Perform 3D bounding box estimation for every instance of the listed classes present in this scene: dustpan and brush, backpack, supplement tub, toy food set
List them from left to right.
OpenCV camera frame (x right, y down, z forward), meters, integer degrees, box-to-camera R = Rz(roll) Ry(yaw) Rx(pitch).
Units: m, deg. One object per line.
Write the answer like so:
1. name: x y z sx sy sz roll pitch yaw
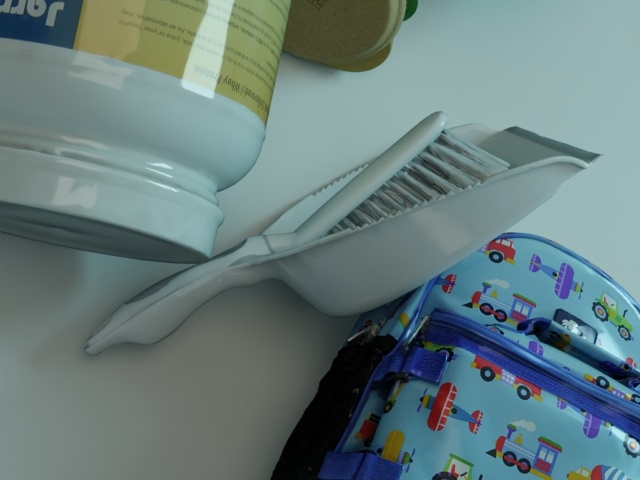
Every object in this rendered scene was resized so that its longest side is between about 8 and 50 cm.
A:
1. supplement tub: -0.083 -0.101 0.670 0.144 0.144 0.200 13 81 -14
2. dustpan and brush: 0.000 0.000 0.702 0.211 0.147 0.060 -38 102 -1
3. toy food set: 0.002 -0.114 0.749 0.083 0.083 0.020 27 44 -2
4. backpack: 0.080 0.074 0.695 0.158 0.117 0.173 32 64 -7
